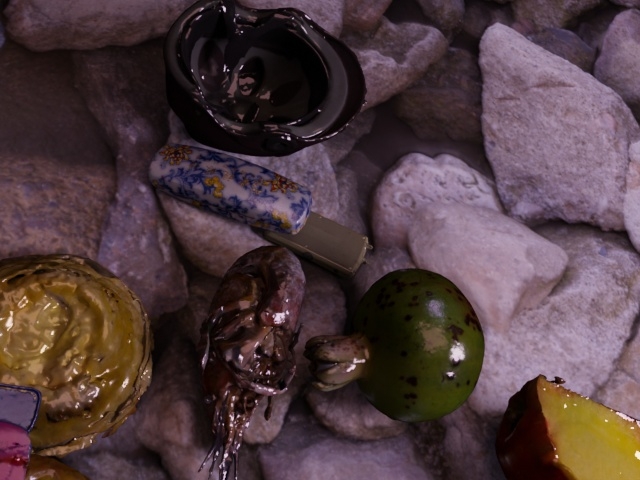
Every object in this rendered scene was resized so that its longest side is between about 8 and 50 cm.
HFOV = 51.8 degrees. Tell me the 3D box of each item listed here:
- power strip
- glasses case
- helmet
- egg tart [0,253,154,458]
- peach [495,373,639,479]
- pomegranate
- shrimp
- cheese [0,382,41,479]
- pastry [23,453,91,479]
[{"bbox_3d":[0.000,0.000,1.010,0.168,0.028,0.076,27,58,1],"label":"power strip"},{"bbox_3d":[-0.133,-0.080,0.982,0.247,0.065,0.087,18,53,7],"label":"glasses case"},{"bbox_3d":[-0.098,-0.225,1.020,0.305,0.177,0.225,16,65,-15],"label":"helmet"},{"bbox_3d":[-0.341,0.125,0.807,0.278,0.095,0.279,7,59,-12],"label":"egg tart"},{"bbox_3d":[0.356,0.307,0.872,0.267,0.154,0.159,22,57,-11],"label":"peach"},{"bbox_3d":[0.098,0.141,0.866,0.247,0.202,0.202,-2,63,-21],"label":"pomegranate"},{"bbox_3d":[-0.088,0.160,0.848,0.145,0.116,0.343,2,62,12],"label":"shrimp"},{"bbox_3d":[-0.325,0.253,0.610,0.155,0.062,0.245,12,60,-17],"label":"cheese"},{"bbox_3d":[-0.330,0.338,0.670,0.239,0.132,0.235,-6,63,-18],"label":"pastry"}]
